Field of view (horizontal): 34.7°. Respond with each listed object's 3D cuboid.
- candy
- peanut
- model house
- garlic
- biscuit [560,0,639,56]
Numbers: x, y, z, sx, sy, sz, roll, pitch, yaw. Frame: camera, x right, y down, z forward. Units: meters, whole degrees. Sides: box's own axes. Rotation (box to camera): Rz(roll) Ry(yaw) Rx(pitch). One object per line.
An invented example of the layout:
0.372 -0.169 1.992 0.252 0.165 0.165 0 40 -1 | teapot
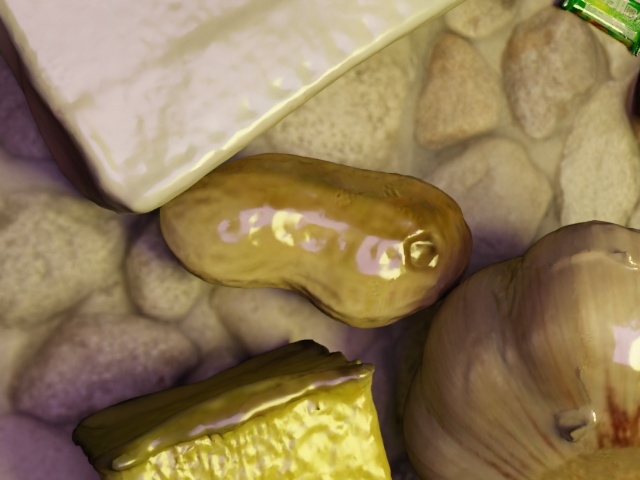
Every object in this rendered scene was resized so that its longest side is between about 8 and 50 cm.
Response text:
-0.053 -0.188 0.721 0.358 0.145 0.208 -36 99 -17 | candy
0.000 0.000 0.753 0.236 0.110 0.120 6 96 -17 | peanut
-0.037 0.206 0.700 0.193 0.175 0.234 -20 92 -19 | model house
0.213 0.125 0.745 0.321 0.241 0.322 -6 115 -14 | garlic
0.251 -0.201 0.893 0.089 0.016 0.046 26 82 -16 | biscuit
